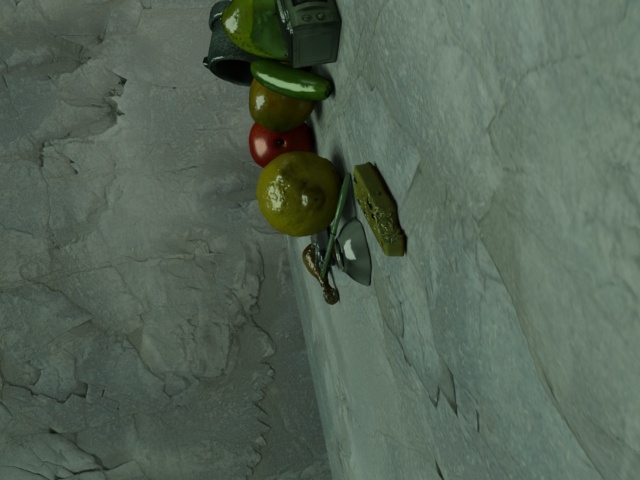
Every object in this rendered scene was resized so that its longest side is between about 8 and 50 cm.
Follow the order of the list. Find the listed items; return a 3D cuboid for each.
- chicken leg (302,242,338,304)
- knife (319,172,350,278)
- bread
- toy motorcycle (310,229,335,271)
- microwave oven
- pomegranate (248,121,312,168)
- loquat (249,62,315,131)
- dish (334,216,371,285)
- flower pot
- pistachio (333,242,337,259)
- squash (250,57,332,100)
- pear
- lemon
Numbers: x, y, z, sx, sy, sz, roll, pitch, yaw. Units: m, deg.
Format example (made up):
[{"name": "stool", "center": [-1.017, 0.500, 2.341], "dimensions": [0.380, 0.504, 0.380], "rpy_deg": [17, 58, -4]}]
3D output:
[{"name": "chicken leg", "center": [0.002, 0.120, 2.188], "dimensions": [0.107, 0.087, 0.251], "rpy_deg": [72, 176, -59]}, {"name": "knife", "center": [0.039, -0.037, 1.605], "dimensions": [0.043, 0.020, 0.292], "rpy_deg": [-118, 42, -78]}, {"name": "bread", "center": [0.121, -0.067, 1.262], "dimensions": [0.226, 0.049, 0.088], "rpy_deg": [-111, 13, -47]}, {"name": "toy motorcycle", "center": [0.000, 0.000, 2.070], "dimensions": [0.152, 0.073, 0.224], "rpy_deg": [130, 130, -81]}, {"name": "microwave oven", "center": [-0.040, -0.545, 1.459], "dimensions": [0.163, 0.129, 0.204], "rpy_deg": [100, 158, -65]}, {"name": "pomegranate", "center": [-0.134, -0.337, 2.078], "dimensions": [0.256, 0.221, 0.220], "rpy_deg": [-77, -19, -69]}, {"name": "loquat", "center": [-0.103, -0.448, 1.827], "dimensions": [0.246, 0.213, 0.213], "rpy_deg": [-50, 32, 19]}, {"name": "dish", "center": [0.079, 0.034, 1.610], "dimensions": [0.191, 0.066, 0.190], "rpy_deg": [170, 90, -81]}, {"name": "flower pot", "center": [-0.252, -0.699, 2.091], "dimensions": [0.299, 0.299, 0.282], "rpy_deg": [142, 136, -81]}, {"name": "pistachio", "center": [0.062, 0.036, 1.782], "dimensions": [0.173, 0.049, 0.089], "rpy_deg": [-142, 43, -77]}, {"name": "squash", "center": [-0.082, -0.434, 1.656], "dimensions": [0.293, 0.082, 0.082], "rpy_deg": [27, 138, 32]}, {"name": "pear", "center": [-0.142, -0.622, 1.663], "dimensions": [0.159, 0.293, 0.292], "rpy_deg": [-96, 1, -56]}, {"name": "lemon", "center": [-0.058, -0.131, 1.710], "dimensions": [0.320, 0.245, 0.245], "rpy_deg": [-161, 60, -73]}]
